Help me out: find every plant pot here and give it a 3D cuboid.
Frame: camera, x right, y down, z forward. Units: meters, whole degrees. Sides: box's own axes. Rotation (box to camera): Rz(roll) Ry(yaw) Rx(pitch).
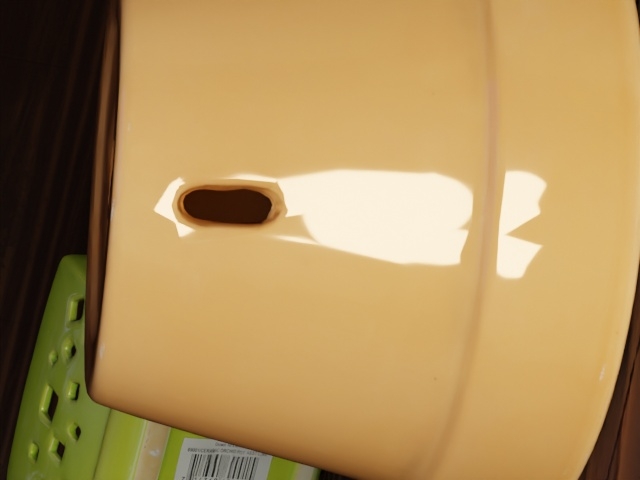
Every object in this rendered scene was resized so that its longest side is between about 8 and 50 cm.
[{"bbox_3d":[-0.116,0.158,1.453,0.207,0.228,0.227,36,114,60],"label":"plant pot"},{"bbox_3d":[0.001,-0.021,0.780,0.291,0.203,0.291,-176,90,-80],"label":"plant pot"}]
